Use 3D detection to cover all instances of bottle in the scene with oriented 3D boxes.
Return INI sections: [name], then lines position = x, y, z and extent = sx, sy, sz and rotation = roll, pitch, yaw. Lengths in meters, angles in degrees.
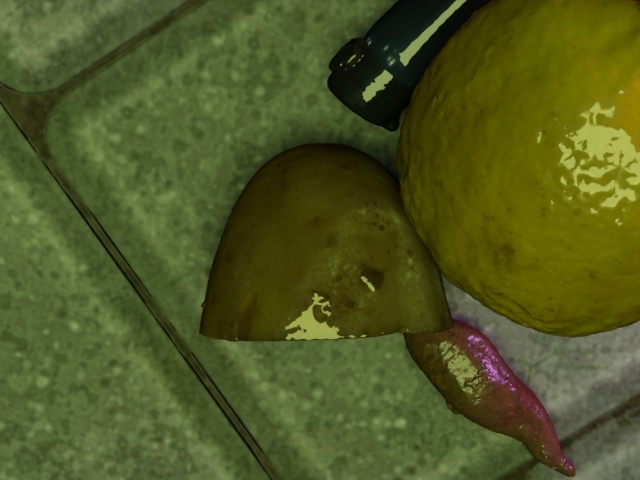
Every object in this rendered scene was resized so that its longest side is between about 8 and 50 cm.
[bottle]
position = 0.109, -0.192, 1.418
extent = 0.244, 0.072, 0.082
rotation = -45, 118, 11

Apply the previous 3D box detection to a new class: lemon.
[lemon]
position = 0.202, -0.070, 1.346
extent = 0.268, 0.268, 0.322
rotation = 35, 132, -9

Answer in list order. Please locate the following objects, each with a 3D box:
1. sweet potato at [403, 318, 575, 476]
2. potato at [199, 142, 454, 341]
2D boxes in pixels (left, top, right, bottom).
[sweet potato]
position = 0.146, 0.133, 1.515
extent = 0.068, 0.068, 0.226
rotation = -43, 102, 11
[potato]
position = 0.000, 0.000, 1.432
extent = 0.203, 0.178, 0.158
rotation = -4, 93, 8
